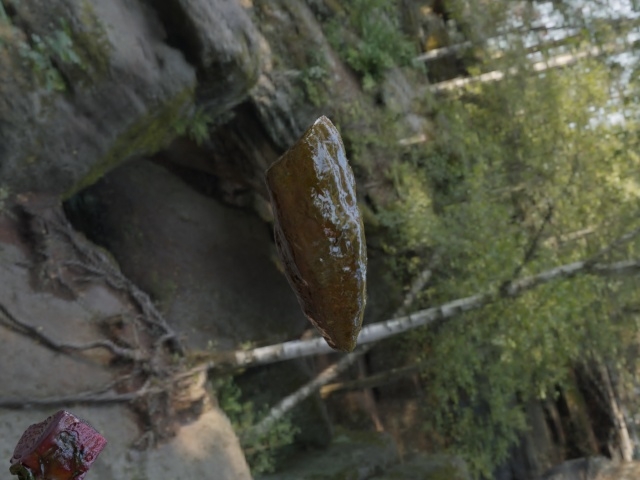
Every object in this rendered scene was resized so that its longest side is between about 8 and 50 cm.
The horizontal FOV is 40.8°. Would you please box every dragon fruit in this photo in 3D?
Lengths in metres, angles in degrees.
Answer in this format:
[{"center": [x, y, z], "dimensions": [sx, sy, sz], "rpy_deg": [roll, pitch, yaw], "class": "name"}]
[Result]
[{"center": [-0.338, 0.286, 1.094], "dimensions": [0.147, 0.102, 0.096], "rpy_deg": [-42, -158, 51], "class": "dragon fruit"}]

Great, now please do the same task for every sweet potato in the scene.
[{"center": [0.000, 0.000, 0.860], "dimensions": [0.097, 0.097, 0.252], "rpy_deg": [-87, 167, -65], "class": "sweet potato"}]
